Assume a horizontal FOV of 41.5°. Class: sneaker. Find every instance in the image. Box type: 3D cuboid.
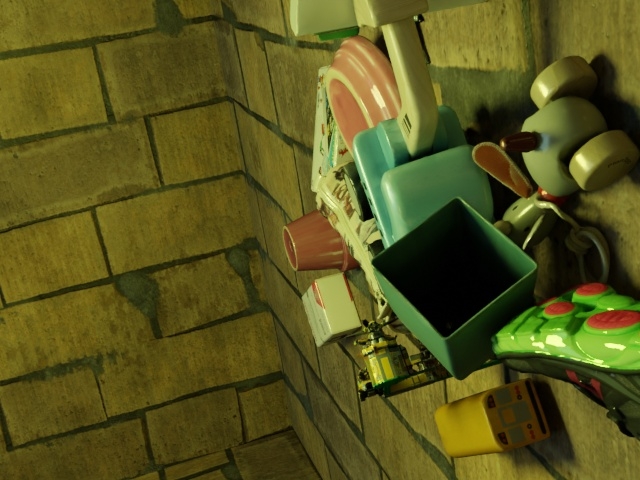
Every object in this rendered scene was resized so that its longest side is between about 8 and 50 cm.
[{"bbox_3d":[0.366,0.166,1.013,0.202,0.185,0.483,69,164,-7],"label":"sneaker"}]

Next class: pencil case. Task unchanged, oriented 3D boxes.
[{"bbox_3d":[0.126,0.004,1.792,0.160,0.183,0.410,-53,46,26],"label":"pencil case"}]

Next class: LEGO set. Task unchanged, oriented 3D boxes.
[{"bbox_3d":[0.195,0.140,1.490,0.255,0.331,0.192,54,-163,-70],"label":"LEGO set"}]

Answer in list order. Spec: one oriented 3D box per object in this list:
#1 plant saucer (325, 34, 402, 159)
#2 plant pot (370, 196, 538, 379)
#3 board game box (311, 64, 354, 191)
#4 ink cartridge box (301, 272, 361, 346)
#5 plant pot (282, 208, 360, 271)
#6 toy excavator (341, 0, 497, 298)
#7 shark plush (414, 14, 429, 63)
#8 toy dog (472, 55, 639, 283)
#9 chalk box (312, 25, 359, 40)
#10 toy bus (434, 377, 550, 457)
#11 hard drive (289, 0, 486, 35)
[{"bbox_3d":[0.101,-0.251,1.738,0.332,0.084,0.332,61,170,19],"label":"plant saucer"},{"bbox_3d":[0.204,0.095,1.240,0.166,0.165,0.234,46,167,34],"label":"plant pot"},{"bbox_3d":[0.034,-0.261,2.007,0.193,0.053,0.305,-153,67,-72],"label":"board game box"},{"bbox_3d":[0.030,0.215,2.577,0.237,0.100,0.172,123,131,-70],"label":"ink cartridge box"},{"bbox_3d":[0.000,0.000,2.310,0.201,0.180,0.201,165,90,-77],"label":"plant pot"},{"bbox_3d":[0.157,-0.143,1.307,0.445,0.222,0.433,99,153,-82],"label":"toy excavator"},{"bbox_3d":[0.158,-0.399,1.552,0.067,0.073,0.161,-23,76,46],"label":"shark plush"},{"bbox_3d":[0.288,-0.080,1.141,0.220,0.161,0.334,-119,20,-46],"label":"toy dog"},{"bbox_3d":[0.035,-0.524,1.636,0.289,0.180,0.179,93,157,-48],"label":"chalk box"},{"bbox_3d":[0.307,0.332,1.553,0.333,0.130,0.108,121,133,-71],"label":"toy bus"},{"bbox_3d":[0.109,-0.404,1.198,0.203,0.307,0.040,94,159,-52],"label":"hard drive"}]
